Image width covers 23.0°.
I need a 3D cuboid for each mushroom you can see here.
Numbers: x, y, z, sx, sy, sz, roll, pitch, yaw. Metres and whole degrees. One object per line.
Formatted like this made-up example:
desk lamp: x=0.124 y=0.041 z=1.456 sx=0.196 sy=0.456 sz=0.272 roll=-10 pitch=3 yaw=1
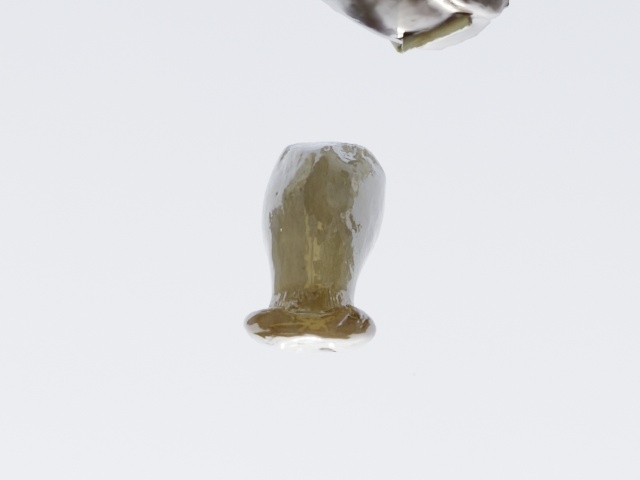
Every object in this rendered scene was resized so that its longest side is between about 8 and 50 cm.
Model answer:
mushroom: x=-0.001 y=0.001 z=1.190 sx=0.097 sy=0.212 sz=0.088 roll=30 pitch=-51 yaw=-27

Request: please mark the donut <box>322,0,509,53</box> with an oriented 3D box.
donut: x=0.008 y=-0.296 z=1.140 sx=0.259 sy=0.345 sz=0.136 roll=26 pitch=-54 yaw=-31
